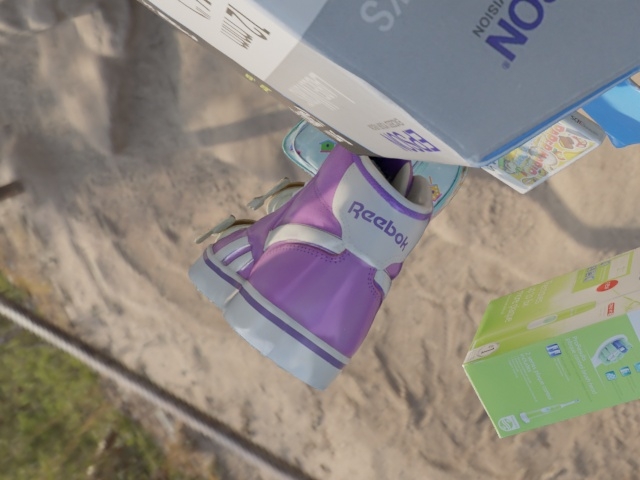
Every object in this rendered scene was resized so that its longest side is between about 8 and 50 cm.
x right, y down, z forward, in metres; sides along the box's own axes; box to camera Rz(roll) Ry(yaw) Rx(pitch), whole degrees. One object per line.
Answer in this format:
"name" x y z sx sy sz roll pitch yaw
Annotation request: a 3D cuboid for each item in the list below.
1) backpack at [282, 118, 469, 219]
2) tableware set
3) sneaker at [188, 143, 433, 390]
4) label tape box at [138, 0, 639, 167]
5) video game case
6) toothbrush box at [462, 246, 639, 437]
"backpack" 0.071 -0.098 1.173 0.188 0.144 0.166 44 98 2
"tableware set" -0.075 -0.031 1.525 0.194 0.128 0.039 -33 45 28
"sneaker" 0.001 0.001 0.712 0.102 0.161 0.282 34 176 -16
"label tape box" 0.015 -0.107 0.430 0.347 0.115 0.249 37 180 -8
"video game case" 0.220 -0.148 1.310 0.206 0.026 0.227 32 162 -4
"toothbrush box" 0.354 0.125 1.372 0.283 0.206 0.122 -21 103 27
